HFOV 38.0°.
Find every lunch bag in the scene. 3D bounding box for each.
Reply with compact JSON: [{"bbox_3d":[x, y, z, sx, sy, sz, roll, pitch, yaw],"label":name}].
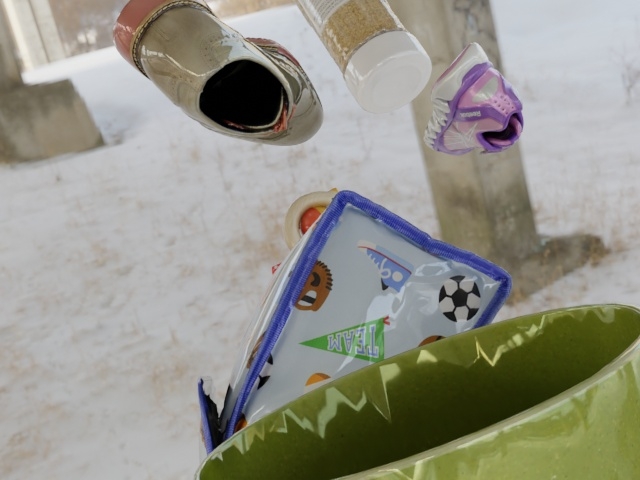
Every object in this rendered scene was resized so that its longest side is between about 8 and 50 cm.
[{"bbox_3d":[-0.008,0.173,1.003,0.239,0.385,0.328,26,-10,-1],"label":"lunch bag"}]

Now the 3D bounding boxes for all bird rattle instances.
[{"bbox_3d":[0.000,0.000,1.996,0.253,0.207,0.143,-24,-5,-10],"label":"bird rattle"}]

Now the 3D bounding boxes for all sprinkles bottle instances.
[{"bbox_3d":[0.035,-0.354,1.405,0.121,0.121,0.355,-19,59,-16],"label":"sprinkles bottle"}]

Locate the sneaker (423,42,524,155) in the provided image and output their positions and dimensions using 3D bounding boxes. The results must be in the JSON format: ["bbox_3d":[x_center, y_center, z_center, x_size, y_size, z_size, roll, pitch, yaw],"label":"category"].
[{"bbox_3d":[0.191,-0.141,1.115,0.095,0.104,0.236,-50,-12,-5],"label":"sneaker"}]

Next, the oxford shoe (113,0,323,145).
[{"bbox_3d":[-0.075,-0.144,0.975,0.123,0.130,0.348,-49,-24,13],"label":"oxford shoe"}]

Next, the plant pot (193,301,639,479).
[{"bbox_3d":[0.108,0.221,0.538,0.275,0.293,0.275,-21,1,0],"label":"plant pot"}]
